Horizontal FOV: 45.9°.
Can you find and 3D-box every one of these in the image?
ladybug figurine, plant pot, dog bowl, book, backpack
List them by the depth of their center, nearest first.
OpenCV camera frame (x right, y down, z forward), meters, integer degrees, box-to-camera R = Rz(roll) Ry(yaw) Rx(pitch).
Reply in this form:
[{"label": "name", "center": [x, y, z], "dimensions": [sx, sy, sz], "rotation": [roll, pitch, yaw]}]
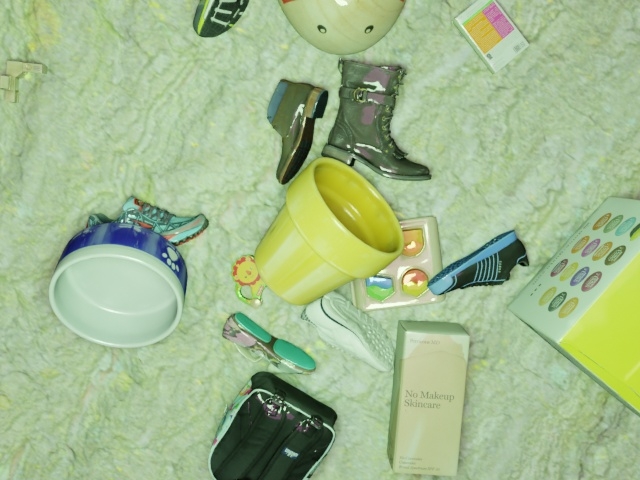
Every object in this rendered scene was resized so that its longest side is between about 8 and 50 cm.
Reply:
[{"label": "ladybug figurine", "center": [0.042, -0.605, 1.511], "dimensions": [0.305, 0.162, 0.448], "rotation": [-5, 96, -1]}, {"label": "plant pot", "center": [0.000, 0.000, 1.536], "dimensions": [0.254, 0.254, 0.239], "rotation": [45, 118, -6]}, {"label": "dog bowl", "center": [-0.407, 0.094, 1.541], "dimensions": [0.265, 0.104, 0.264], "rotation": [0, 130, 0]}, {"label": "backpack", "center": [-0.110, 0.422, 1.603], "dimensions": [0.225, 0.191, 0.253], "rotation": [31, 98, -7]}, {"label": "book", "center": [0.363, -0.441, 1.605], "dimensions": [0.096, 0.035, 0.144], "rotation": [-39, 96, -1]}]

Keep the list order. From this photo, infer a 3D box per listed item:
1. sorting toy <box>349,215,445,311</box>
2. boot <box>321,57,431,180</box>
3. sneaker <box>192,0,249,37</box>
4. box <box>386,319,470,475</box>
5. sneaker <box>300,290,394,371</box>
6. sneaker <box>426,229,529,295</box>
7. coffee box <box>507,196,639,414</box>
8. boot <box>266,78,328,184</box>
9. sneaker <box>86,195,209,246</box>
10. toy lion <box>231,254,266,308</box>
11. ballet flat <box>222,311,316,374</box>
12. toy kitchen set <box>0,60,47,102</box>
[{"label": "sorting toy", "center": [0.163, 0.054, 1.649], "dimensions": [0.209, 0.038, 0.192], "rotation": [-8, 96, -1]}, {"label": "boot", "center": [0.136, -0.253, 1.588], "dimensions": [0.263, 0.091, 0.228], "rotation": [17, 96, -1]}, {"label": "sneaker", "center": [-0.205, -0.565, 1.547], "dimensions": [0.121, 0.111, 0.299], "rotation": [28, 105, 27]}, {"label": "box", "center": [0.231, 0.337, 1.640], "dimensions": [0.148, 0.121, 0.310], "rotation": [3, 96, -1]}, {"label": "sneaker", "center": [0.065, 0.208, 1.648], "dimensions": [0.235, 0.090, 0.095], "rotation": [44, 122, -13]}, {"label": "sneaker", "center": [0.344, 0.070, 1.625], "dimensions": [0.232, 0.081, 0.090], "rotation": [-30, 94, -8]}, {"label": "coffee box", "center": [0.654, 0.148, 1.526], "dimensions": [0.338, 0.334, 0.337], "rotation": [40, 94, -5]}, {"label": "boot", "center": [-0.070, -0.234, 1.606], "dimensions": [0.106, 0.082, 0.219], "rotation": [27, 100, 17]}, {"label": "sneaker", "center": [-0.370, -0.036, 1.591], "dimensions": [0.262, 0.104, 0.125], "rotation": [-12, 94, -1]}, {"label": "toy lion", "center": [-0.154, 0.086, 1.648], "dimensions": [0.096, 0.034, 0.100], "rotation": [27, 95, 3]}, {"label": "ballet flat", "center": [-0.116, 0.241, 1.650], "dimensions": [0.222, 0.077, 0.079], "rotation": [32, 113, 0]}, {"label": "toy kitchen set", "center": [-0.618, -0.327, 1.567], "dimensions": [0.075, 0.068, 0.083], "rotation": [5, 96, -2]}]
